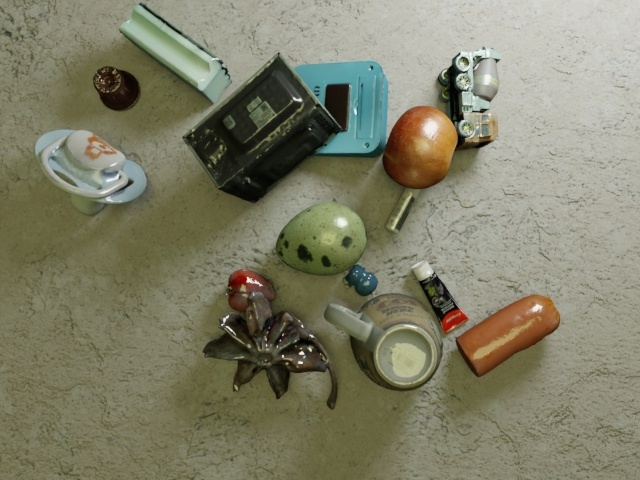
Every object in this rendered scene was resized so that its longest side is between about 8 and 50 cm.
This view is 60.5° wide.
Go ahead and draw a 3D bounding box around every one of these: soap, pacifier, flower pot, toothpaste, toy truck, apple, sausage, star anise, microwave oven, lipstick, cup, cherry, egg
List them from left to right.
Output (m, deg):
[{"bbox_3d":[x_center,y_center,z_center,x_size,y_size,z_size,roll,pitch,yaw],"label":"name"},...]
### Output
[{"bbox_3d":[-0.586,-0.150,1.369,0.279,0.227,0.207,35,130,2],"label":"pacifier"},{"bbox_3d":[-0.527,-0.393,1.395,0.111,0.089,0.111,0,89,1],"label":"flower pot"},{"bbox_3d":[-0.357,-0.458,1.362,0.261,0.150,0.094,36,87,2],"label":"soap"},{"bbox_3d":[-0.182,0.130,1.379,0.126,0.087,0.106,27,88,-17],"label":"cherry"},{"bbox_3d":[-0.125,-0.244,1.290,0.295,0.237,0.181,-38,78,9],"label":"microwave oven"},{"bbox_3d":[-0.124,0.271,1.359,0.316,0.139,0.359,-2,115,12],"label":"star anise"},{"bbox_3d":[0.000,0.000,1.332,0.228,0.177,0.177,-12,89,11],"label":"egg"},{"bbox_3d":[0.149,0.225,1.286,0.301,0.257,0.227,25,87,4],"label":"cup"},{"bbox_3d":[0.211,-0.085,1.395,0.040,0.040,0.141,28,89,2],"label":"lipstick"},{"bbox_3d":[0.242,-0.216,1.312,0.162,0.201,0.201,29,90,14],"label":"apple"},{"bbox_3d":[0.300,0.139,1.390,0.071,0.045,0.193,-31,94,1],"label":"toothpaste"},{"bbox_3d":[0.382,-0.355,1.367,0.140,0.108,0.256,-2,86,-12],"label":"toy truck"},{"bbox_3d":[0.465,0.224,1.350,0.259,0.113,0.113,-32,88,1],"label":"sausage"}]

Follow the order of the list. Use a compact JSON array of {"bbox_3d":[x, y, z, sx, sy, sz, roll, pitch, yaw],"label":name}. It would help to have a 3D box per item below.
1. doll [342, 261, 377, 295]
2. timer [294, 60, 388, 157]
[{"bbox_3d":[0.101,0.104,1.391,0.083,0.050,0.076,38,94,0],"label":"doll"},{"bbox_3d":[0.042,-0.329,1.402,0.250,0.091,0.232,3,90,14],"label":"timer"}]
